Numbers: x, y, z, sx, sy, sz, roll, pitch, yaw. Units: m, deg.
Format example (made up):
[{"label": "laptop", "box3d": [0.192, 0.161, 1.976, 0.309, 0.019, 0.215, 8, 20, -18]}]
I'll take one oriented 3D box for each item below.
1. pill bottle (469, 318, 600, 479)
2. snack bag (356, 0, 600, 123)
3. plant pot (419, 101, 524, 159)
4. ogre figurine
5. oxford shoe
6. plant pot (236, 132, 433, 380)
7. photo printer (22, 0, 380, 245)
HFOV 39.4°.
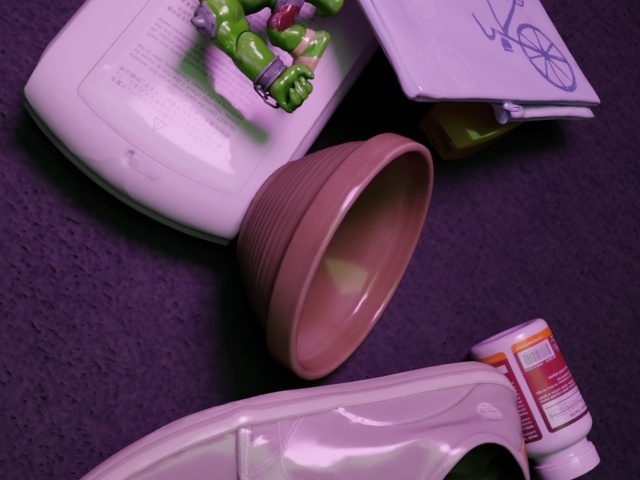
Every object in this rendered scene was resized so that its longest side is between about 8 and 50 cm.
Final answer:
[{"label": "pill bottle", "box3d": [0.218, 0.163, 0.902, 0.086, 0.086, 0.152, -21, 83, -22]}, {"label": "snack bag", "box3d": [0.124, -0.256, 0.912, 0.342, 0.037, 0.323, -9, 67, -46]}, {"label": "plant pot", "box3d": [0.157, -0.132, 0.967, 0.083, 0.081, 0.081, -35, 88, -17]}, {"label": "ogre figurine", "box3d": [-0.043, -0.215, 0.795, 0.118, 0.097, 0.197, 27, 75, -18]}, {"label": "oxford shoe", "box3d": [-0.007, 0.215, 0.761, 0.449, 0.169, 0.130, -9, 48, -21]}, {"label": "plant pot", "box3d": [0.000, 0.000, 0.822, 0.109, 0.237, 0.237, 27, 66, 21]}, {"label": "photo printer", "box3d": [-0.111, -0.165, 0.870, 0.256, 0.107, 0.307, 35, 69, -8]}]
